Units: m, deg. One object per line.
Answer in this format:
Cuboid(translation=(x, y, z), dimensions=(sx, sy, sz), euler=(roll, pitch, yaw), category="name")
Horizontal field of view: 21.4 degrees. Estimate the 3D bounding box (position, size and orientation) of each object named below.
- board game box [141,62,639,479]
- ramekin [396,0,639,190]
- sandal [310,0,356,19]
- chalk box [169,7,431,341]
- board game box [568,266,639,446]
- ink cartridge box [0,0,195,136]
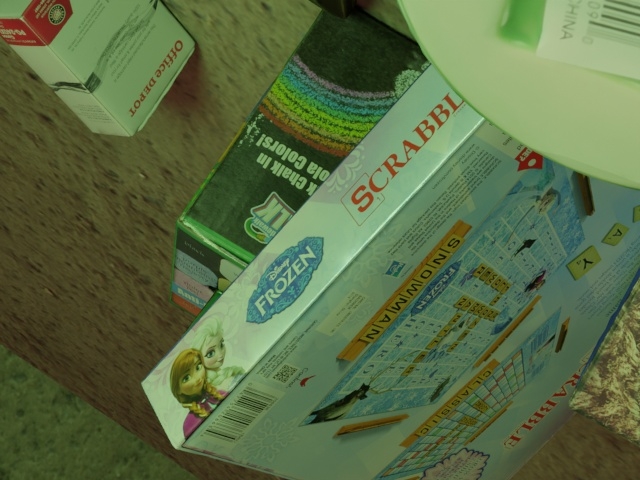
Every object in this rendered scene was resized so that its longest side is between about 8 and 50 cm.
Cuboid(translation=(0.096, 0.043, 1.135), dimensions=(0.318, 0.319, 0.066), euler=(26, -157, -47), category="board game box")
Cuboid(translation=(0.175, -0.162, 0.800), dimensions=(0.303, 0.148, 0.303), euler=(15, 140, 13), category="ramekin")
Cuboid(translation=(0.011, -0.210, 1.161), dimensions=(0.090, 0.060, 0.219), euler=(37, 173, 7), category="sandal")
Cuboid(translation=(0.000, 0.000, 1.296), dimensions=(0.180, 0.289, 0.179), euler=(31, 159, 5), category="chalk box")
Cuboid(translation=(0.338, 0.056, 1.023), dimensions=(0.291, 0.141, 0.232), euler=(28, 120, 9), category="board game box")
Cuboid(translation=(-0.190, -0.175, 1.420), dimensions=(0.063, 0.109, 0.150), euler=(7, 147, 45), category="ink cartridge box")
